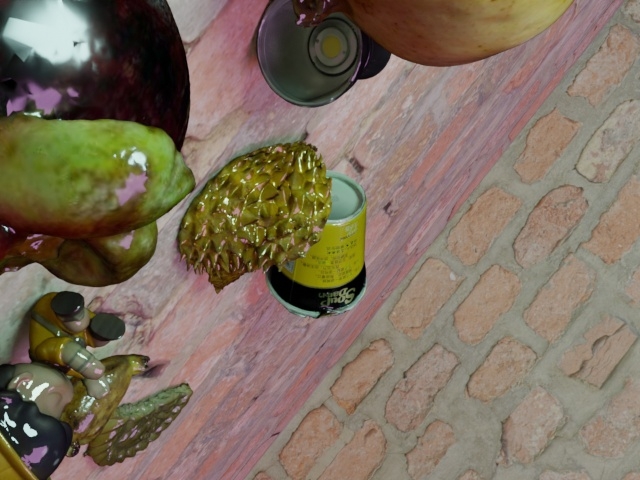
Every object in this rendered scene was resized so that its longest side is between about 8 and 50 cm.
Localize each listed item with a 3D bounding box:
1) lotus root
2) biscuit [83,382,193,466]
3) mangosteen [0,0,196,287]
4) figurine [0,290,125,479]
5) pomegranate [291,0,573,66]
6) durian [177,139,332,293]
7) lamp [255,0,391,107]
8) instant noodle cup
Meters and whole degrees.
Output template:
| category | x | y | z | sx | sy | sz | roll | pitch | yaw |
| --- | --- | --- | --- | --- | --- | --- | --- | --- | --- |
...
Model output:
| category | x | y | z | sx | sy | sz | roll | pitch | yaw |
| --- | --- | --- | --- | --- | --- | --- | --- | --- | --- |
| lotus root | -0.357 | 0.242 | 1.044 | 0.190 | 0.094 | 0.108 | -52 | -172 | -25 |
| biscuit | -0.377 | 0.391 | 1.361 | 0.187 | 0.036 | 0.273 | -56 | 161 | 16 |
| mangosteen | -0.214 | -0.089 | 0.416 | 0.288 | 0.288 | 0.288 | -44 | 161 | -20 |
| figurine | -0.360 | 0.189 | 0.815 | 0.192 | 0.167 | 0.257 | 85 | 24 | -60 |
| pomegranate | 0.102 | -0.326 | 0.656 | 0.338 | 0.338 | 0.338 | -44 | 161 | -20 |
| durian | -0.122 | -0.040 | 1.049 | 0.305 | 0.185 | 0.196 | -45 | 140 | 10 |
| lamp | 0.023 | -0.263 | 0.918 | 0.172 | 0.147 | 0.227 | -45 | 174 | 27 |
| instant noodle cup | 0.000 | 0.000 | 1.273 | 0.215 | 0.215 | 0.236 | -38 | 150 | -34 |
